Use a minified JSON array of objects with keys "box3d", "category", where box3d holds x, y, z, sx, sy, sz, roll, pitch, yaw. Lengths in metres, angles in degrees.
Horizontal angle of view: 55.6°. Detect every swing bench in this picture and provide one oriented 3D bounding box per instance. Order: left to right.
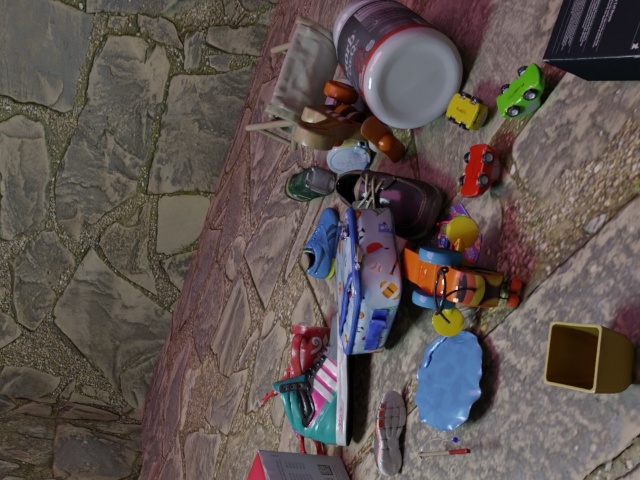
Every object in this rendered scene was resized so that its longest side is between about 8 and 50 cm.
[{"box3d":[-0.058,-0.393,1.568,0.254,0.165,0.253,-3,68,70],"category":"swing bench"}]

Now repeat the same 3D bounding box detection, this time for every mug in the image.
[{"box3d":[-0.037,0.293,1.485,0.113,0.150,0.169,-5,77,51],"category":"mug"}]

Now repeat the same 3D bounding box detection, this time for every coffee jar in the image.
[{"box3d":[-0.036,-0.163,1.785,0.184,0.096,0.079,-10,66,64],"category":"coffee jar"}]

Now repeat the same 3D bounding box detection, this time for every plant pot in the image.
[{"box3d":[0.345,0.150,0.764,0.081,0.083,0.081,-7,71,65],"category":"plant pot"}]

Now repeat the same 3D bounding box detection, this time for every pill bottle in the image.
[{"box3d":[0.152,-0.411,1.352,0.210,0.210,0.363,-64,26,26],"category":"pill bottle"}]

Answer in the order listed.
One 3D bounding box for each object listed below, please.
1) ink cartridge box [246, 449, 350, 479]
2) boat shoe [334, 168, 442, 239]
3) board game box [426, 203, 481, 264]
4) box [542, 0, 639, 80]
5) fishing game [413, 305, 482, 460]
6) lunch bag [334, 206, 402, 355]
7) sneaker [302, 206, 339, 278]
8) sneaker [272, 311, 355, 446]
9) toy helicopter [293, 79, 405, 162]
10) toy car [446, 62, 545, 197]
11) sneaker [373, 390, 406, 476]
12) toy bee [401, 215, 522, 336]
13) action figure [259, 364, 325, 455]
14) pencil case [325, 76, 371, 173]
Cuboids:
[{"box3d":[-0.108,0.615,1.302,0.309,0.272,0.130,-69,25,16],"category":"ink cartridge box"},{"box3d":[0.129,-0.085,1.323,0.355,0.130,0.132,20,96,67],"category":"boat shoe"},{"box3d":[0.238,0.007,1.151,0.133,0.033,0.169,-62,28,31],"category":"board game box"},{"box3d":[0.436,-0.354,0.813,0.184,0.103,0.261,-141,67,-68],"category":"box"},{"box3d":[0.225,0.242,1.048,0.189,0.041,0.264,-38,36,55],"category":"fishing game"},{"box3d":[0.090,0.089,1.223,0.303,0.115,0.243,92,177,-55],"category":"lunch bag"},{"box3d":[0.000,0.000,1.636,0.069,0.082,0.209,143,136,-59],"category":"sneaker"},{"box3d":[-0.016,0.304,1.366,0.124,0.178,0.295,63,-152,-65],"category":"sneaker"},{"box3d":[0.055,-0.236,1.325,0.355,0.235,0.140,-37,-30,-62],"category":"toy helicopter"},{"box3d":[0.318,-0.213,1.066,0.225,0.053,0.239,-47,38,49],"category":"toy car"},{"box3d":[0.124,0.371,1.182,0.065,0.061,0.158,149,131,-67],"category":"sneaker"},{"box3d":[0.233,0.079,0.997,0.298,0.162,0.195,-90,8,-60],"category":"toy bee"},{"box3d":[-0.073,0.450,1.536,0.139,0.091,0.280,-51,33,29],"category":"action figure"},{"box3d":[0.068,-0.304,1.601,0.124,0.113,0.273,113,159,-52],"category":"pencil case"}]
